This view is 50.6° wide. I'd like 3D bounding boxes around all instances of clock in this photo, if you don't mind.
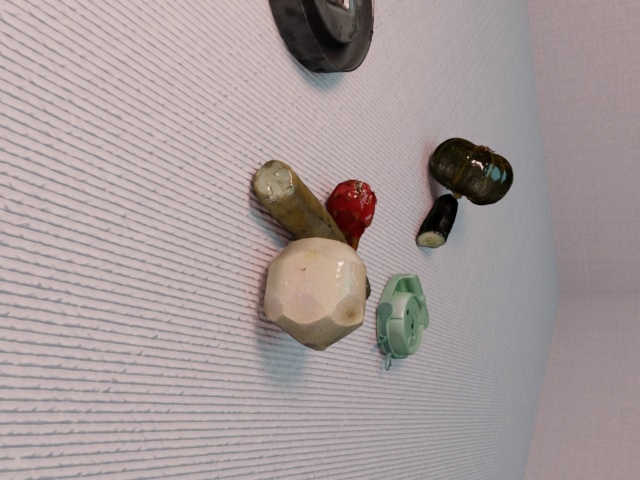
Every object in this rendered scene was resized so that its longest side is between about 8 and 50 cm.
[{"bbox_3d":[0.006,-0.453,1.184,0.319,0.066,0.319,3,86,-63],"label":"clock"},{"bbox_3d":[0.176,0.187,1.487,0.211,0.066,0.159,-58,137,-45],"label":"clock"}]

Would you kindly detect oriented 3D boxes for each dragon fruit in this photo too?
[{"bbox_3d":[0.052,-0.033,1.258,0.094,0.094,0.191,-48,152,-53],"label":"dragon fruit"}]

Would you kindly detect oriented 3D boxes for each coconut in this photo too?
[{"bbox_3d":[-0.007,0.086,1.041,0.161,0.161,0.162,39,56,-56],"label":"coconut"}]

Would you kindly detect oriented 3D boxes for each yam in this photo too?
[{"bbox_3d":[0.000,0.000,1.145,0.371,0.083,0.083,52,45,-49],"label":"yam"}]

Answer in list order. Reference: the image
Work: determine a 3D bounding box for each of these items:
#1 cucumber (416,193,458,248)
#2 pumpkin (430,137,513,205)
[{"bbox_3d":[0.313,-0.057,1.750,0.241,0.074,0.074,-54,135,-50],"label":"cucumber"},{"bbox_3d":[0.392,-0.177,1.762,0.157,0.223,0.223,-61,155,12],"label":"pumpkin"}]
